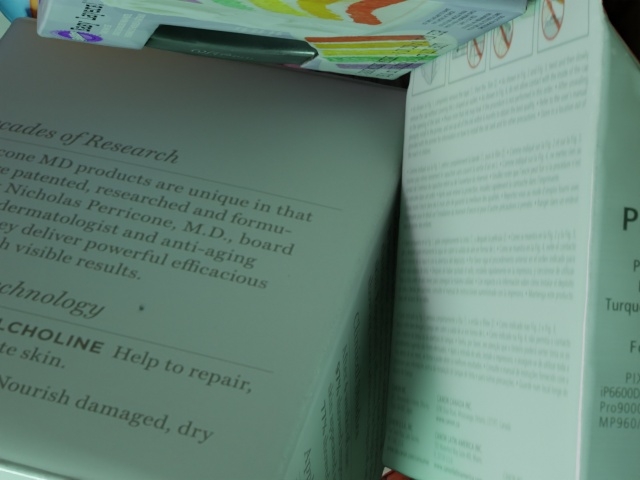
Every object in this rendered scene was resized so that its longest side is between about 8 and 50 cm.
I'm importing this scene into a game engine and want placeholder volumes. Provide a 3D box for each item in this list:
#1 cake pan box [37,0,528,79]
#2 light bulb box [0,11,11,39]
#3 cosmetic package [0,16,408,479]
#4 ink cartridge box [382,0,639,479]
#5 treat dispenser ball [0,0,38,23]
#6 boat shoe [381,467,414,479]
[{"bbox_3d":[-0.035,-0.153,0.912,0.267,0.246,0.070,173,104,-75],"label":"cake pan box"},{"bbox_3d":[-0.326,-0.415,1.934,0.361,0.225,0.357,104,151,-56],"label":"light bulb box"},{"bbox_3d":[-0.128,0.106,1.105,0.393,0.328,0.329,-67,-16,-44],"label":"cosmetic package"},{"bbox_3d":[0.131,-0.039,0.897,0.308,0.091,0.384,176,99,-75],"label":"ink cartridge box"},{"bbox_3d":[-0.139,-0.270,1.238,0.288,0.288,0.288,168,90,-75],"label":"treat dispenser ball"},{"bbox_3d":[0.063,0.217,1.339,0.137,0.049,0.043,128,127,-65],"label":"boat shoe"}]
